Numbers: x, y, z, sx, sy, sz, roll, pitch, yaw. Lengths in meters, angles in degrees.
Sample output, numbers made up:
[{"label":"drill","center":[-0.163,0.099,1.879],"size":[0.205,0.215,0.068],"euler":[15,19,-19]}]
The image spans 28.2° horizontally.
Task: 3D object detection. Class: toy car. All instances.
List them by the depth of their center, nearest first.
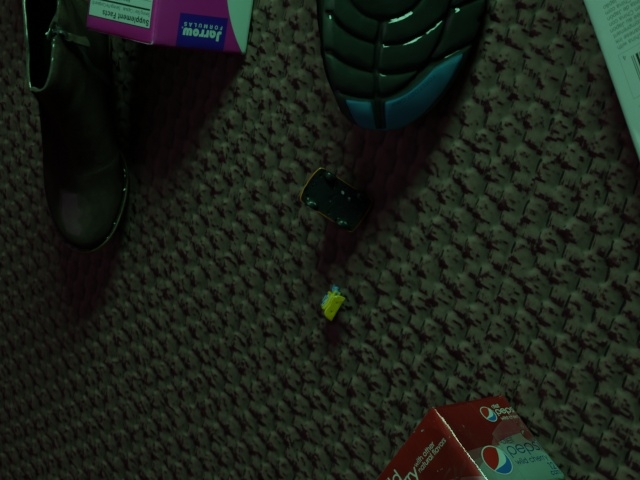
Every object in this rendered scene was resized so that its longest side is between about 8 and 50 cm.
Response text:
[{"label":"toy car","center":[0.000,0.000,1.066],"size":[0.040,0.060,0.122],"euler":[-130,55,-74]}]

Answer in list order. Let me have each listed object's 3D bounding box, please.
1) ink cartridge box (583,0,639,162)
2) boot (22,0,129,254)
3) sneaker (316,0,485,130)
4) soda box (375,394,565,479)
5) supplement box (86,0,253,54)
[{"label":"ink cartridge box","center":[0.283,-0.061,0.752],"size":[0.186,0.065,0.311],"euler":[-30,67,44]},{"label":"boot","center":[-0.250,-0.118,1.226],"size":[0.090,0.207,0.248],"euler":[-1,83,5]},{"label":"sneaker","center":[0.051,-0.257,0.982],"size":[0.140,0.125,0.340],"euler":[-150,61,-73]},{"label":"soda box","center":[0.070,0.238,0.973],"size":[0.092,0.083,0.263],"euler":[54,127,31]},{"label":"supplement box","center":[-0.126,-0.286,1.150],"size":[0.114,0.111,0.220],"euler":[22,108,44]}]
